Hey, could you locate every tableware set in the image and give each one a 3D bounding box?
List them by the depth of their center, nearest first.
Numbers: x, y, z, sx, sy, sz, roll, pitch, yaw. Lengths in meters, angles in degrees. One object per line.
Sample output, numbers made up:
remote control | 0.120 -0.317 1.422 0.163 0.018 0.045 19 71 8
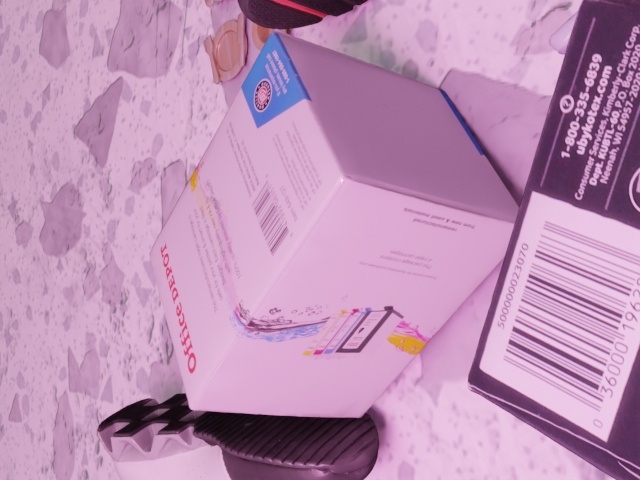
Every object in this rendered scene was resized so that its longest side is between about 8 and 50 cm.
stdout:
tableware set | -0.075 -0.246 0.895 0.169 0.020 0.141 -12 79 48

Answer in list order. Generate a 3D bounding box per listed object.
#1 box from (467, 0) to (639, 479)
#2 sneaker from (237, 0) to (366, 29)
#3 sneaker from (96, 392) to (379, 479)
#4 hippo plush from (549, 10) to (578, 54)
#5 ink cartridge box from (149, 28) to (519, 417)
box | 0.215 0.011 0.364 0.143 0.270 0.165 29 109 45
sneaker | 0.027 -0.323 0.739 0.313 0.116 0.136 -53 41 24
sneaker | -0.066 0.222 0.805 0.331 0.122 0.146 -10 100 44
hippo plush | 0.250 -0.278 0.438 0.294 0.235 0.236 83 -172 -63
ink cartridge box | 0.000 0.000 0.669 0.232 0.168 0.171 -54 40 31
